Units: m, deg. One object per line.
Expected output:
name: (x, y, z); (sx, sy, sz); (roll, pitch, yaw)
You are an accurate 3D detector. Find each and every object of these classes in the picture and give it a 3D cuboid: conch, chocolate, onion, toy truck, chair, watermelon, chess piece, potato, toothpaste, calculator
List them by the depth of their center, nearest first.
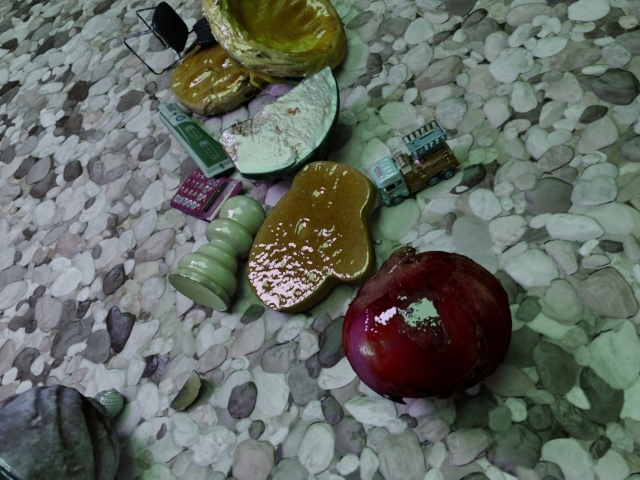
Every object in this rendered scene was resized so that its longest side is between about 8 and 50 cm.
onion: (0.167, 0.133, 0.999); (0.276, 0.276, 0.276); (-13, 55, 19)
chocolate: (-0.493, 0.393, 1.168); (0.303, 0.303, 0.213); (11, 46, 31)
potato: (-0.263, 0.303, 1.251); (0.037, 0.036, 0.093); (35, 98, 2)
toy truck: (0.185, -0.158, 1.274); (0.178, 0.115, 0.080); (-30, 51, 8)
conch: (-0.456, 0.348, 1.301); (0.076, 0.056, 0.085); (14, 65, 46)
chess piece: (-0.204, 0.013, 1.353); (0.144, 0.144, 0.251); (11, 59, 31)
watermelon: (-0.069, -0.251, 1.407); (0.305, 0.180, 0.224); (-35, 29, -5)
calculator: (-0.281, -0.111, 1.527); (0.191, 0.034, 0.126); (21, 71, 40)
toothpaste: (-0.342, -0.278, 1.647); (0.099, 0.061, 0.392); (-29, 50, -20)
chair: (-0.414, -0.593, 1.749); (0.221, 0.145, 0.140); (-14, 51, 27)

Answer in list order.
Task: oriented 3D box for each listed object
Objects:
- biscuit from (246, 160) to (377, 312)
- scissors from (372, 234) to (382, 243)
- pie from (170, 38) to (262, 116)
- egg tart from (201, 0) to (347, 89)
biscuit: (0.001, 0.001, 1.280); (0.287, 0.057, 0.343); (24, 81, 35)
scissors: (0.040, -0.029, 1.323); (0.212, 0.021, 0.110); (19, 73, 35)
pie: (-0.276, -0.488, 1.740); (0.340, 0.083, 0.339); (-15, 53, 20)
egg tart: (-0.125, -0.534, 1.582); (0.169, 0.388, 0.387); (132, 150, -55)
